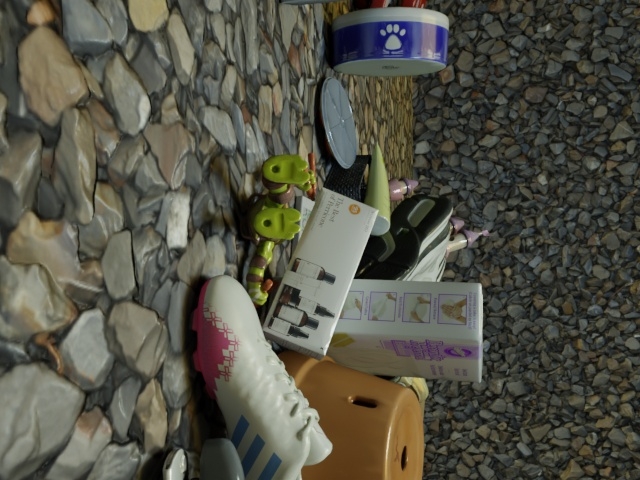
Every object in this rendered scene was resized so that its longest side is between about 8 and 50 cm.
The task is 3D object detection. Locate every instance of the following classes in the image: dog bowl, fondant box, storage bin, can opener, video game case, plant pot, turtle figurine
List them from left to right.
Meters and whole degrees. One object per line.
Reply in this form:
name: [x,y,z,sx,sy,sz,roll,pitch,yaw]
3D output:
can opener: [-0.121,0.345,0.557,0.074,0.093,0.280,74,13,-78]
turtle figurine: [-0.062,-0.042,0.789,0.217,0.087,0.270,118,-5,-73]
video game case: [-0.004,0.011,1.073,0.143,0.019,0.157,24,66,-53]
plant pot: [0.035,0.320,0.860,0.291,0.203,0.291,-1,90,-65]
storage bin: [0.070,-0.111,1.314,0.180,0.084,0.122,-70,155,-53]
fondant box: [0.100,0.153,0.950,0.238,0.330,0.096,62,31,-59]
dog bowl: [0.157,-0.444,1.292,0.265,0.264,0.104,-28,118,-73]

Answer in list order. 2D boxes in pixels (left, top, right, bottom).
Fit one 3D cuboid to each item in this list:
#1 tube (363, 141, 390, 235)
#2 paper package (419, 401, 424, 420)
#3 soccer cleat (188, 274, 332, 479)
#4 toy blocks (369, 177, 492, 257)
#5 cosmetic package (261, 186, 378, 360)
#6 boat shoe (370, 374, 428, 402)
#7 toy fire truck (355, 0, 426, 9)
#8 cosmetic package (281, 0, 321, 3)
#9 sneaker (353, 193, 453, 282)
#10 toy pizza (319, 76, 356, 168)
tube: [0.129,-0.116,1.266,0.070,0.062,0.240,-50,-158,40]
paper package: [0.219,0.472,1.704,0.325,0.168,0.310,-66,152,-55]
soccer cleat: [-0.060,0.198,0.687,0.116,0.143,0.331,-37,120,-71]
toy blocks: [0.289,-0.008,1.596,0.288,0.260,0.309,37,-40,57]
cosmetic package: [0.001,0.046,0.842,0.060,0.098,0.239,117,-5,-69]
boat shoe: [0.159,0.326,1.445,0.285,0.104,0.089,45,39,-7]
toy fire truck: [0.183,-0.613,1.635,0.302,0.169,0.254,-44,151,-68]
cosmetic package: [-0.010,-0.521,0.943,0.107,0.127,0.238,-51,137,-67]
sneaker: [0.170,0.109,1.273,0.447,0.169,0.258,-40,132,-34]
toy pizza: [0.034,-0.257,1.251,0.201,0.032,0.201,-8,90,-68]
